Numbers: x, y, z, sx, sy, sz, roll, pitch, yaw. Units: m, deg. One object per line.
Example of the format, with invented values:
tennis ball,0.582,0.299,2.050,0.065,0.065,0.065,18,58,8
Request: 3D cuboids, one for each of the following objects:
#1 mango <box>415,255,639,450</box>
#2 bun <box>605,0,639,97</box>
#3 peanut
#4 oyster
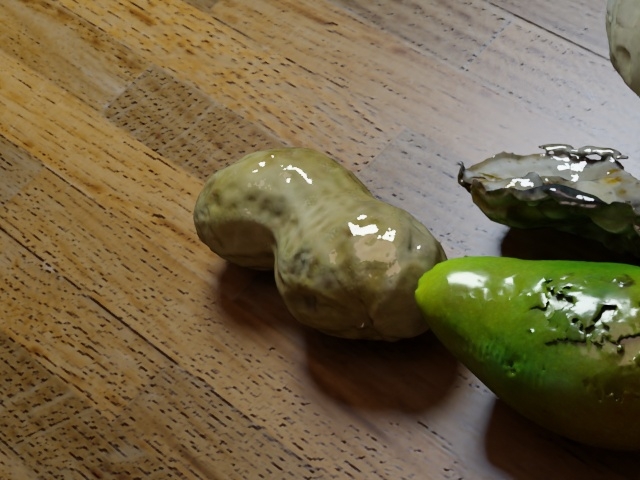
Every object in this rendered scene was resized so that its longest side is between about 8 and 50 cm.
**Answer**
mango,0.164,0.065,1.198,0.233,0.125,0.111,15,95,23
bun,0.277,-0.171,1.292,0.193,0.128,0.178,-40,12,23
peanut,0.000,0.000,1.350,0.103,0.098,0.229,-17,34,-33
oyster,0.224,-0.006,1.233,0.345,0.128,0.079,19,105,44
